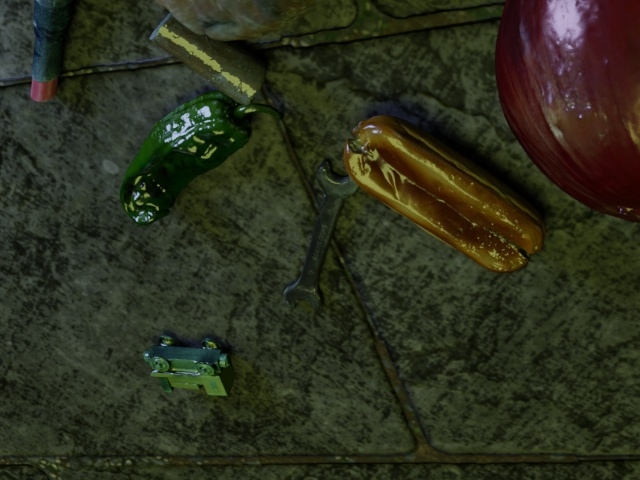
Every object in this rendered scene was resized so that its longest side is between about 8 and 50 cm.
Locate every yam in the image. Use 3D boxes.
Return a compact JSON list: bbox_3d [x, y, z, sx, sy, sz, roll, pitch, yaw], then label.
[{"bbox_3d":[-0.119,-0.202,1.692,0.132,0.054,0.054,34,135,-6],"label":"yam"}]

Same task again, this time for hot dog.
[{"bbox_3d":[0.138,-0.053,1.705,0.249,0.068,0.100,34,125,-11],"label":"hot dog"}]

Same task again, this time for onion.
[{"bbox_3d":[0.314,-0.151,1.363,0.341,0.341,0.341,12,134,13],"label":"onion"}]

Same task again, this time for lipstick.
[{"bbox_3d":[-0.303,-0.241,1.739,0.053,0.053,0.234,23,137,3],"label":"lipstick"}]

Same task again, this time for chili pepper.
[{"bbox_3d":[-0.153,-0.099,1.792,0.100,0.074,0.257,38,139,-16],"label":"chili pepper"}]

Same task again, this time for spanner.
[{"bbox_3d":[0.000,0.000,1.851,0.054,0.015,0.254,20,135,3],"label":"spanner"}]

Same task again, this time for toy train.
[{"bbox_3d":[-0.171,0.165,2.056,0.122,0.050,0.081,2,138,21],"label":"toy train"}]

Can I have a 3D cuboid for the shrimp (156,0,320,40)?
[{"bbox_3d":[-0.029,-0.338,1.505,0.446,0.110,0.221,-25,109,42],"label":"shrimp"}]
